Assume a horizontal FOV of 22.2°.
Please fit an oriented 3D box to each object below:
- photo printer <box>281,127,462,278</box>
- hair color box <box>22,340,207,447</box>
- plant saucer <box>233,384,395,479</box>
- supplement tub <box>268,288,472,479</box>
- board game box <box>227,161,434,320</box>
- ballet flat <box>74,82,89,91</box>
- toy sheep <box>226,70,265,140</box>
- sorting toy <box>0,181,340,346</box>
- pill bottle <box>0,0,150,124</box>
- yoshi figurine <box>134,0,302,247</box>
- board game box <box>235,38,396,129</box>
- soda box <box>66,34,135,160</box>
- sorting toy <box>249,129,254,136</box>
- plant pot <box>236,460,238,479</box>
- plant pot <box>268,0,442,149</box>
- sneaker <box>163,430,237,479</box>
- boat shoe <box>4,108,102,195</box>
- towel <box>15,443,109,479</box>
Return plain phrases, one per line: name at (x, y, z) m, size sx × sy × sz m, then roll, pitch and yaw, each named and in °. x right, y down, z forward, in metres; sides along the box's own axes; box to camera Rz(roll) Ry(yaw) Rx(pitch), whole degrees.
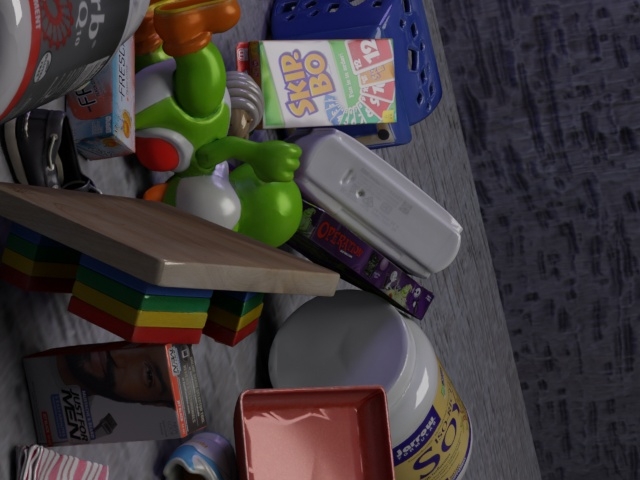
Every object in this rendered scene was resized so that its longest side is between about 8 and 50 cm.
photo printer at (0.051, -0.057, 2.340) m, size 0.256 × 0.107 × 0.307 m, roll 37°, pitch -5°, yaw -12°
hair color box at (-0.199, 0.146, 1.573) m, size 0.053 × 0.167 × 0.093 m, roll -20°, pitch 101°, yaw -64°
plant saucer at (-0.009, 0.306, 1.950) m, size 0.258 × 0.047 × 0.259 m, roll 3°, pitch 78°, yaw -47°
supplement tub at (0.073, 0.237, 2.361) m, size 0.331 × 0.241 × 0.241 m, roll 59°, pitch 27°, yaw -54°
board game box at (0.000, 0.000, 2.221) m, size 0.347 × 0.208 × 0.056 m, roll 36°, pitch 78°, yaw -56°
ballet flat at (-0.268, -0.244, 1.753) m, size 0.052 × 0.057 × 0.168 m, roll 24°, pitch 58°, yaw -60°
toy sheep at (-0.117, -0.183, 2.204) m, size 0.132 × 0.091 × 0.091 m, roll -102°, pitch 171°, yaw -45°
sorting toy at (-0.162, 0.029, 1.562) m, size 0.255 × 0.257 × 0.089 m, roll 6°, pitch 102°, yaw -52°
pill bottle at (-0.283, -0.211, 1.396) m, size 0.363 × 0.210 × 0.210 m, roll -50°, pitch 130°, yaw -70°
yoshi figurine at (-0.121, -0.122, 1.966) m, size 0.203 × 0.203 × 0.362 m, roll -74°, pitch 155°, yaw -70°
board game box at (-0.004, -0.224, 2.321) m, size 0.259 × 0.039 × 0.124 m, roll -6°, pitch 95°, yaw -32°
soda box at (-0.243, -0.184, 1.801) m, size 0.063 × 0.058 × 0.183 m, roll 46°, pitch 38°, yaw -64°
sorting toy at (-0.113, -0.181, 2.308) m, size 0.061 × 0.042 × 0.102 m, roll 52°, pitch 42°, yaw -31°
plant pot at (-0.030, 0.355, 2.083) m, size 0.167 × 0.188 × 0.187 m, roll -13°, pitch 95°, yaw -60°
plant pot at (0.040, -0.263, 2.537) m, size 0.212 × 0.236 × 0.236 m, roll -64°, pitch 143°, yaw -54°
sneaker at (-0.131, 0.344, 1.899) m, size 0.092 × 0.087 × 0.229 m, roll -25°, pitch 101°, yaw -64°
boat shoe at (-0.258, -0.043, 1.659) m, size 0.075 × 0.065 × 0.206 m, roll -78°, pitch 156°, yaw -57°
towel at (-0.246, 0.281, 1.604) m, size 0.197 × 0.029 × 0.144 m, roll 40°, pitch 45°, yaw -67°
